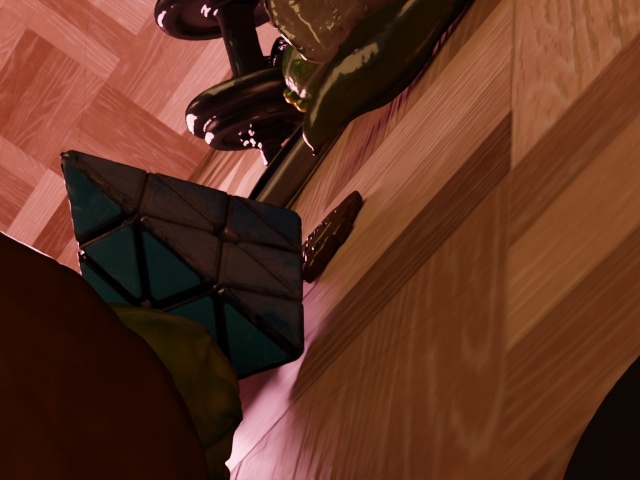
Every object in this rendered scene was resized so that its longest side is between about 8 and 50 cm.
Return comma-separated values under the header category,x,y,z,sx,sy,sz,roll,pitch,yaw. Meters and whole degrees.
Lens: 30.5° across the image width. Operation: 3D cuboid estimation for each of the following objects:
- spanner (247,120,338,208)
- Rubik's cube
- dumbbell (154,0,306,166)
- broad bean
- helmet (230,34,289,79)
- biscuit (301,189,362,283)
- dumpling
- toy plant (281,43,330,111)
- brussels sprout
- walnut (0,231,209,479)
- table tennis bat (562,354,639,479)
category,x,y,z,sx,sy,sz,roll,pitch,yaw
spanner,-0.077,-0.013,1.222,0.325,0.040,0.095,-54,10,-3
Rubik's cube,-0.047,0.030,0.810,0.190,0.211,0.178,-27,35,-31
dumbbell,-0.091,-0.228,1.416,0.192,0.290,0.192,-15,-10,-3
broad bean,0.089,-0.205,1.013,0.325,0.075,0.067,-53,-16,-2
helmet,-0.065,-0.202,1.626,0.177,0.107,0.153,-19,29,40
biscuit,0.000,0.000,0.884,0.082,0.016,0.092,-59,12,-19
dumpling,0.047,-0.261,1.121,0.247,0.172,0.142,-39,-38,-17
toy plant,0.019,-0.211,1.278,0.162,0.093,0.093,-54,10,15
brussels sprout,-0.127,0.111,0.716,0.151,0.122,0.149,-7,69,65
walnut,-0.204,0.167,0.424,0.354,0.308,0.398,-45,15,38
table tennis bat,0.086,0.063,0.266,0.095,0.014,0.158,-49,9,24
